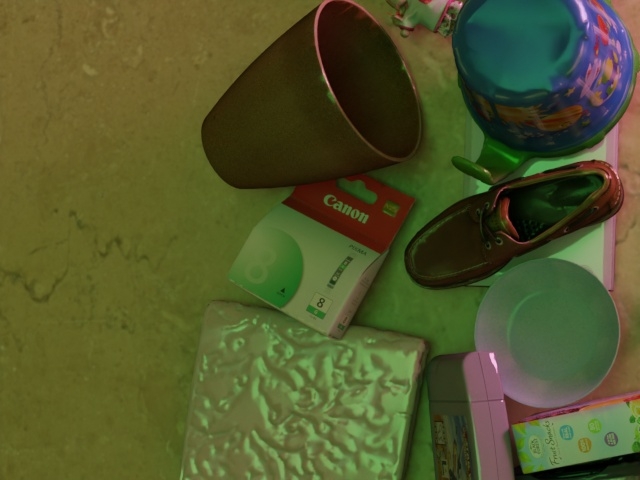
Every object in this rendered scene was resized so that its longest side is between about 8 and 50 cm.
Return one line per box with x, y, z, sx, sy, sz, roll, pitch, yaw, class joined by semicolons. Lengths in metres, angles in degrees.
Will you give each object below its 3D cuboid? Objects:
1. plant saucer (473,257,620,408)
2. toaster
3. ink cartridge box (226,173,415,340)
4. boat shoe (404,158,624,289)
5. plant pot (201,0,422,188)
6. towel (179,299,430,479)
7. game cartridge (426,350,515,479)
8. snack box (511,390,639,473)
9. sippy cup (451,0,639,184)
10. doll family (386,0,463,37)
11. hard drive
0.295;0.120;1.735;0.195;0.037;0.194;-5;79;26;plant saucer
0.343;0.353;1.702;0.227;0.129;0.146;-10;87;16;toaster
0.000;0.000;1.854;0.181;0.056;0.224;28;88;26;ink cartridge box
0.237;-0.028;1.731;0.307;0.104;0.110;-27;78;15;boat shoe
-0.030;-0.171;1.833;0.254;0.237;0.237;-24;79;32;plant pot
-0.030;0.262;1.874;0.332;0.053;0.316;9;90;19;towel
0.194;0.292;1.722;0.062;0.198;0.297;-4;84;-7;game cartridge
0.359;0.232;1.677;0.207;0.174;0.070;-14;83;18;snack box
0.267;-0.232;1.675;0.240;0.224;0.305;-9;82;18;sippy cup
0.176;-0.403;1.834;0.163;0.118;0.263;25;113;13;doll family
0.293;-0.089;1.795;0.203;0.040;0.307;1;86;19;hard drive
